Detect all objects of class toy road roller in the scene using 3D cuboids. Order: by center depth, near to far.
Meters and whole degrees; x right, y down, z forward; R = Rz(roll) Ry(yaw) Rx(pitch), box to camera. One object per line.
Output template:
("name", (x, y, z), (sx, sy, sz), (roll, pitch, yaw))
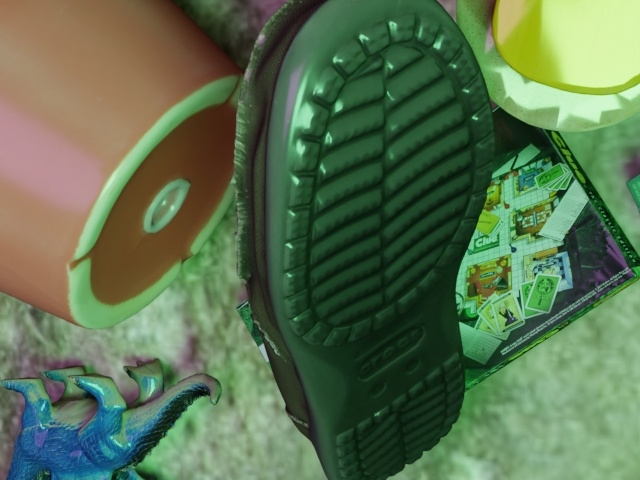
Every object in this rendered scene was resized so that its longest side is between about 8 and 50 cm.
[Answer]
("toy road roller", (0.090, -0.238, 0.702), (0.241, 0.202, 0.329), (13, 104, 4))

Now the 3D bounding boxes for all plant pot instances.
("plant pot", (-0.191, -0.085, 0.923), (0.243, 0.275, 0.275), (34, 112, 15))

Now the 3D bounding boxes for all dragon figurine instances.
("dragon figurine", (-0.158, 0.164, 1.013), (0.289, 0.085, 0.144), (-8, 91, 34))

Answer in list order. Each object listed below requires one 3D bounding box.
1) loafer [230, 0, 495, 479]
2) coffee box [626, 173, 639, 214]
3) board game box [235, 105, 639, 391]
("loafer", (0.000, 0.000, 0.757), (0.130, 0.134, 0.366), (46, 153, 33))
("coffee box", (0.259, -0.022, 0.728), (0.184, 0.040, 0.113), (-35, 76, 47))
("board game box", (0.068, 0.032, 0.890), (0.260, 0.030, 0.136), (-37, 77, 30))
